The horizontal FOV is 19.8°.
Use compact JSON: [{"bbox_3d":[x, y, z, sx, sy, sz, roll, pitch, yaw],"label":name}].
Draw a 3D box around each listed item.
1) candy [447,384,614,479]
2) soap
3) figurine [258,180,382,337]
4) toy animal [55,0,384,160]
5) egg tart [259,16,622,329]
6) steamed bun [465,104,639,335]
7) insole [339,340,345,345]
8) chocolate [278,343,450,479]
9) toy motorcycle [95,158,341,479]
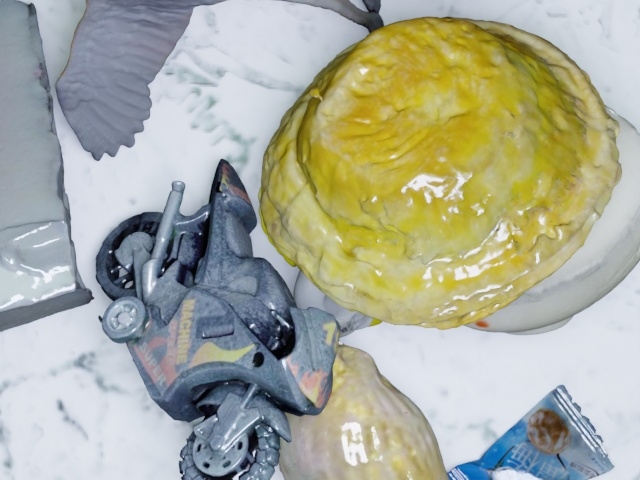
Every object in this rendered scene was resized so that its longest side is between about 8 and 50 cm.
[{"bbox_3d":[0.188,0.200,1.605,0.136,0.038,0.088,-36,76,-12],"label":"candy"},{"bbox_3d":[-0.288,-0.066,1.481,0.159,0.258,0.302,-14,86,-3],"label":"soap"},{"bbox_3d":[0.007,-0.003,1.583,0.129,0.109,0.178,-1,81,15],"label":"figurine"},{"bbox_3d":[-0.090,-0.201,1.491,0.284,0.302,0.225,-3,83,2],"label":"toy animal"},{"bbox_3d":[0.088,-0.081,1.475,0.318,0.128,0.319,-8,53,11],"label":"egg tart"},{"bbox_3d":[0.185,-0.012,1.566,0.228,0.131,0.177,-41,66,-12],"label":"steamed bun"},{"bbox_3d":[-0.033,0.074,1.614,0.135,0.002,0.045,33,85,-1],"label":"insole"},{"bbox_3d":[0.061,0.231,1.549,0.134,0.134,0.309,-31,92,-5],"label":"chocolate"},{"bbox_3d":[-0.079,0.071,1.509,0.173,0.108,0.307,-31,53,4],"label":"toy motorcycle"}]
